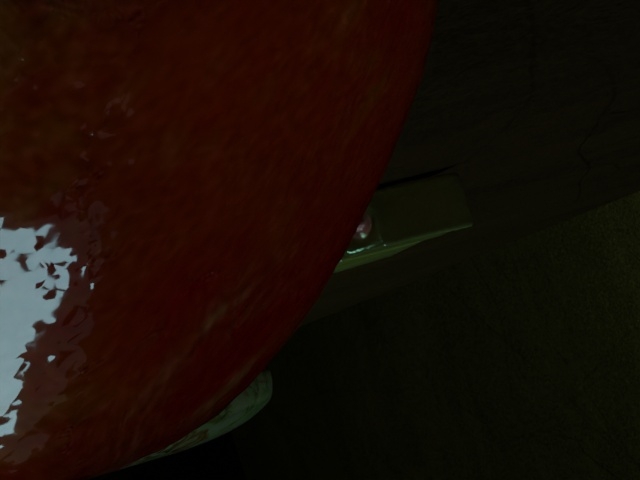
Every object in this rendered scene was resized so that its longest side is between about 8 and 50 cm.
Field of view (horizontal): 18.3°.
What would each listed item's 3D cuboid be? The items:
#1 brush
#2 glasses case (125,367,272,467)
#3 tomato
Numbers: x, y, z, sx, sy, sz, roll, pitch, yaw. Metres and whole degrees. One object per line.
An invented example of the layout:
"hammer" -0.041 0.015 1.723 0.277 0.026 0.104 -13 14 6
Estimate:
"brush" 0.000 0.000 1.482 0.233 0.047 0.103 -14 173 -44
"glasses case" -0.201 0.125 1.376 0.156 0.098 0.425 -18 174 36
"tomato" -0.071 -0.013 0.440 0.233 0.139 0.200 -23 -179 32
